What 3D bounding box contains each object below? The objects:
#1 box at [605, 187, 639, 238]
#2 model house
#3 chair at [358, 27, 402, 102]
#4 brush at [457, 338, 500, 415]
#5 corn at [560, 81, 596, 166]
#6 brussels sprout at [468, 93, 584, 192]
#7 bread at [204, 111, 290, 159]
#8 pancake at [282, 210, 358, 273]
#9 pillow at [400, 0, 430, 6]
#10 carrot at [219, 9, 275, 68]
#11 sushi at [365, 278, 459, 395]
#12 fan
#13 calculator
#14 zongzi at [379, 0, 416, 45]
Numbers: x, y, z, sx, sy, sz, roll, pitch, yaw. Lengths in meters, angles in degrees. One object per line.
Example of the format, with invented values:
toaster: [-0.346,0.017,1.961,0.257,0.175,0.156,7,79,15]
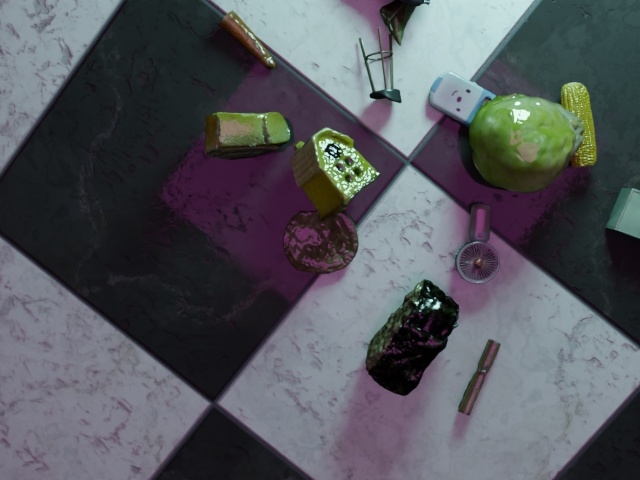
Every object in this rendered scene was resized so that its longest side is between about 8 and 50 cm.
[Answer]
box: [0.982,-0.057,1.827,0.225,0.086,0.129,21,98,2]
model house: [0.016,-0.204,1.806,0.234,0.193,0.175,47,65,-5]
chair: [0.176,-0.507,1.841,0.095,0.104,0.221,-11,91,31]
brush: [0.494,0.426,1.943,0.043,0.036,0.248,23,91,-3]
corn: [0.756,-0.338,1.817,0.081,0.081,0.248,-10,94,5]
brussels sprout: [0.577,-0.270,1.768,0.317,0.242,0.273,11,81,-4]
bread: [-0.218,-0.316,1.841,0.257,0.186,0.124,-6,92,-3]
pancake: [0.000,0.000,1.928,0.236,0.042,0.222,-30,94,10]
pillow: [0.190,-0.787,1.786,0.335,0.092,0.161,31,81,13]
carrot: [-0.212,-0.598,1.877,0.061,0.061,0.210,-44,95,7]
sushi: [0.265,0.293,1.859,0.171,0.211,0.350,31,106,-6]
fan: [0.477,0.009,1.877,0.130,0.074,0.244,3,96,5]
calculator: [0.427,-0.417,1.853,0.210,0.039,0.121,30,99,0]
zongzi: [0.266,-0.659,1.825,0.154,0.062,0.130,-28,81,0]
